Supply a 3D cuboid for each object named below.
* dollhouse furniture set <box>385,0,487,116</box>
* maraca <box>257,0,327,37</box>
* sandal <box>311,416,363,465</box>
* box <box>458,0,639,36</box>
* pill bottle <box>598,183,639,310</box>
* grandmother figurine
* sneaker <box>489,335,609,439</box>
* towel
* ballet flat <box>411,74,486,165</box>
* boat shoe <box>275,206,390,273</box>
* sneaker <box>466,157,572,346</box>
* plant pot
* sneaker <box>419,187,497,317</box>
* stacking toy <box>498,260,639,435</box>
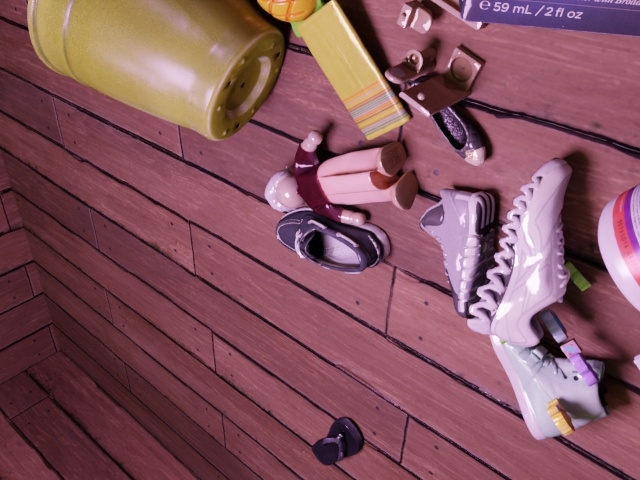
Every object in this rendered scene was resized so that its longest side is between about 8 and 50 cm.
[{"bbox_3d":[0.164,-0.296,0.873,0.144,0.123,0.151,42,138,18],"label":"dollhouse furniture set"},{"bbox_3d":[-0.049,-0.424,1.037,0.127,0.099,0.186,-6,136,50],"label":"maraca"},{"bbox_3d":[0.039,0.555,1.616,0.097,0.054,0.255,45,139,15],"label":"sandal"},{"bbox_3d":[0.294,-0.354,0.531,0.296,0.183,0.294,7,136,7],"label":"box"},{"bbox_3d":[0.491,-0.034,0.661,0.182,0.181,0.323,55,141,4],"label":"pill bottle"},{"bbox_3d":[0.016,-0.113,1.168,0.342,0.104,0.208,-7,107,46],"label":"grandmother figurine"},{"bbox_3d":[0.384,0.190,1.011,0.151,0.094,0.256,-27,80,27],"label":"sneaker"},{"bbox_3d":[0.058,-0.288,1.034,0.102,0.021,0.237,-18,114,46],"label":"towel"},{"bbox_3d":[0.202,-0.188,0.964,0.173,0.049,0.057,54,142,5],"label":"ballet flat"},{"bbox_3d":[0.000,0.000,1.263,0.302,0.091,0.115,6,118,44],"label":"boat shoe"},{"bbox_3d":[0.323,0.023,0.899,0.118,0.110,0.292,26,112,28],"label":"sneaker"},{"bbox_3d":[-0.270,-0.380,1.131,0.352,0.366,0.367,35,137,8],"label":"plant pot"},{"bbox_3d":[0.231,0.014,1.052,0.132,0.086,0.229,22,119,42],"label":"sneaker"},{"bbox_3d":[0.382,0.164,0.931,0.167,0.052,0.221,-39,73,22],"label":"stacking toy"}]
